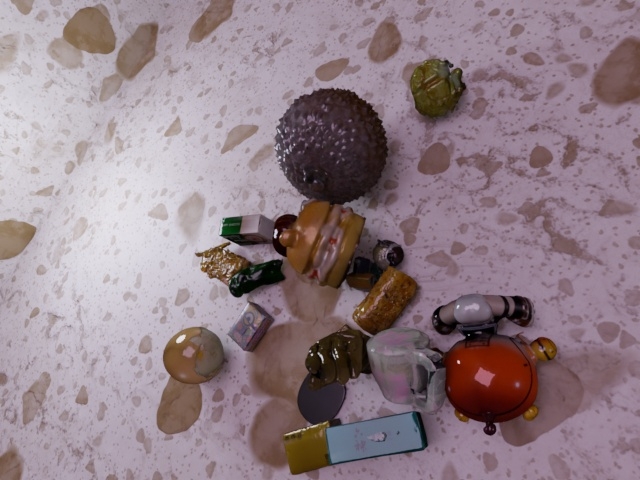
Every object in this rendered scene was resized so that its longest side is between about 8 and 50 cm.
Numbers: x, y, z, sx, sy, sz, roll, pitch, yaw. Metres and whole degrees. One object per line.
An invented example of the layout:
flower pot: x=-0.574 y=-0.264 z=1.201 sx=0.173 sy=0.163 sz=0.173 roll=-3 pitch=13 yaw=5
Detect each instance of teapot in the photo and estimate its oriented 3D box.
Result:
teapot: x=0.236 y=0.331 z=1.070 sx=0.221 sy=0.163 sz=0.178 roll=-3 pitch=102 yaw=36

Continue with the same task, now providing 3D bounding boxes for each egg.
egg: x=-0.460 y=0.412 z=1.491 sx=0.244 sy=0.201 sz=0.201 roll=-17 pitch=63 yaw=33

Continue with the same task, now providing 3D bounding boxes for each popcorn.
popcorn: x=0.394 y=-0.514 z=1.375 sx=0.212 sy=0.198 sz=0.198 roll=-17 pitch=58 yaw=-14

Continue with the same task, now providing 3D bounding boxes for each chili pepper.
chili pepper: x=-0.231 y=0.134 z=1.521 sx=0.224 sy=0.061 sz=0.098 roll=-25 pitch=86 yaw=3

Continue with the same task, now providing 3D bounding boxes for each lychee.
lychee: x=0.042 y=-0.316 z=1.375 sx=0.380 sy=0.380 sz=0.432 roll=0 pitch=47 yaw=30

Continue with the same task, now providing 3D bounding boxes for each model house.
model house: x=0.141 y=0.105 z=1.319 sx=0.087 sy=0.100 sz=0.101 roll=2 pitch=72 yaw=31

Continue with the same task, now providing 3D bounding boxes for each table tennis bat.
table tennis bat: x=0.024 y=0.446 z=1.305 sx=0.154 sy=0.021 sz=0.274 roll=30 pitch=90 yaw=34

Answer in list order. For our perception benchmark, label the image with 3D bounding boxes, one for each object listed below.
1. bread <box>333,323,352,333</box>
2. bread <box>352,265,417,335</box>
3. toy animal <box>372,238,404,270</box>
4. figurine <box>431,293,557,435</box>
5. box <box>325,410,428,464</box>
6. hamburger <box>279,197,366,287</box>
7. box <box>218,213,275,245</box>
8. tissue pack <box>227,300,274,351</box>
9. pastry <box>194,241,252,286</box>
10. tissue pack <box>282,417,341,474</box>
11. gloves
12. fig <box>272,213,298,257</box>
bread: x=0.065 y=0.306 z=1.325 sx=0.083 sy=0.036 sz=0.047 roll=-42 pitch=58 yaw=13
bread: x=0.195 y=0.185 z=1.249 sx=0.211 sy=0.114 sz=0.083 roll=-55 pitch=14 yaw=1
toy animal: x=0.216 y=0.032 z=1.315 sx=0.098 sy=0.098 sz=0.137 roll=-19 pitch=41 yaw=23
figurine: x=0.408 y=0.300 z=1.028 sx=0.320 sy=0.196 sz=0.323 roll=-17 pitch=64 yaw=30
box: x=0.150 y=0.519 z=1.095 sx=0.245 sy=0.153 sz=0.092 roll=-15 pitch=64 yaw=10
hamburger: x=0.000 y=0.000 z=1.309 sx=0.237 sy=0.276 sz=0.276 roll=21 pitch=81 yaw=1
box: x=-0.271 y=-0.039 z=1.596 sx=0.199 sy=0.135 sz=0.081 roll=-6 pitch=69 yaw=29
tissue pack: x=-0.253 y=0.309 z=1.495 sx=0.108 sy=0.060 sz=0.148 roll=33 pitch=89 yaw=36
pastry: x=-0.378 y=0.088 z=1.626 sx=0.250 sy=0.102 sz=0.154 roll=23 pitch=95 yaw=32
tissue pack: x=-0.014 y=0.607 z=1.223 sx=0.169 sy=0.082 sz=0.120 roll=-25 pitch=67 yaw=21
gloves: x=0.063 y=0.321 z=1.142 sx=0.154 sy=0.331 sz=0.141 roll=-22 pitch=69 yaw=28
fig: x=-0.090 y=-0.008 z=1.466 sx=0.202 sy=0.148 sz=0.149 roll=22 pitch=64 yaw=43
